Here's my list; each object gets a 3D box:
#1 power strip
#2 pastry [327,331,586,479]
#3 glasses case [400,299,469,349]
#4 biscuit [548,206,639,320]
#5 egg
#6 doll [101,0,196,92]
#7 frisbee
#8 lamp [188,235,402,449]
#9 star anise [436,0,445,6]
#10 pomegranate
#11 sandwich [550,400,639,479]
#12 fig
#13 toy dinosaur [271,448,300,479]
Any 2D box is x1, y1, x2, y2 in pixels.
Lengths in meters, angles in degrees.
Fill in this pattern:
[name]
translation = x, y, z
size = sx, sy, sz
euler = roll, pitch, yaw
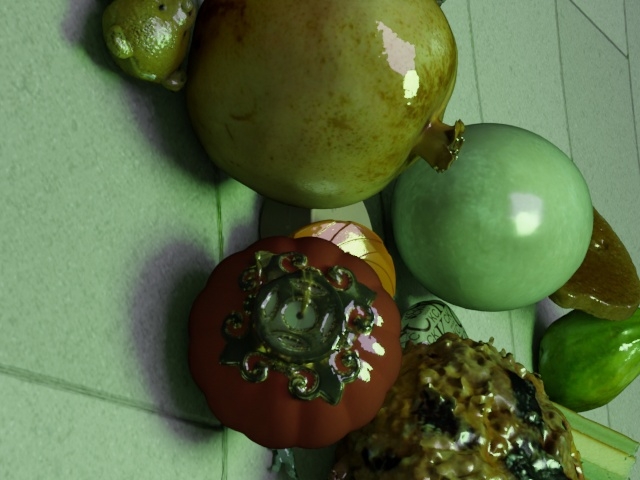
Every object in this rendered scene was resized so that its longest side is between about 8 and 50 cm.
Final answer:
[power strip]
translation = 0.000, 0.000, 1.765
size = 0.154, 0.078, 0.154
euler = 29, 55, -53
[pastry]
translation = 0.165, 0.304, 1.717
size = 0.337, 0.292, 0.405
euler = -12, 76, -55
[glasses case]
translation = 0.186, 0.245, 2.000
size = 0.137, 0.085, 0.355
euler = -51, 125, -53
[biscuit]
translation = 0.380, 0.011, 2.324
size = 0.257, 0.049, 0.273
euler = 6, 46, -39
[egg]
translation = 0.230, -0.031, 1.999
size = 0.352, 0.258, 0.259
euler = 0, 80, -70
[doll]
translation = -0.171, -0.260, 1.541
size = 0.137, 0.097, 0.210
euler = 28, 51, -47
[frisbee]
translation = 0.007, 0.070, 1.682
size = 0.192, 0.035, 0.192
euler = -12, 114, -27
[lamp]
translation = -0.027, 0.107, 1.552
size = 0.227, 0.226, 0.227
euler = 29, 56, -54
[star anise]
translation = 0.134, -0.326, 2.129
size = 0.180, 0.061, 0.205
euler = 17, 63, -52
[pomegranate]
translation = 0.014, -0.171, 1.606
size = 0.319, 0.319, 0.319
euler = 29, 56, -54
[sandwich]
translation = 0.349, 0.323, 2.144
size = 0.155, 0.198, 0.227
euler = -44, 119, -56
[fig]
translation = 0.439, 0.167, 2.370
size = 0.167, 0.233, 0.167
euler = 28, 23, -13
[toy dinosaur]
translation = -0.037, 0.240, 1.675
size = 0.083, 0.021, 0.062
euler = 58, 22, -30
